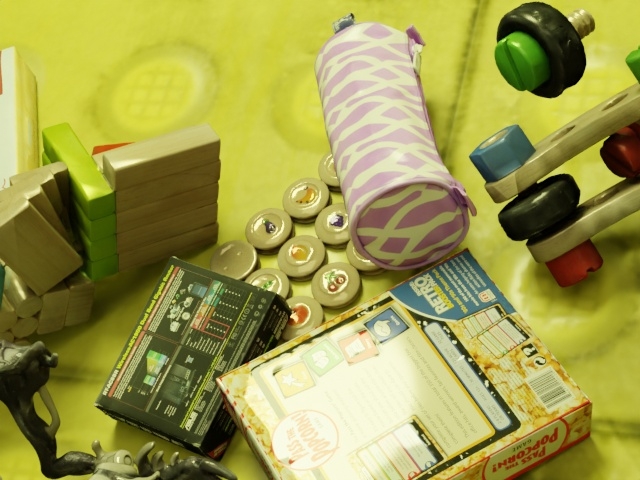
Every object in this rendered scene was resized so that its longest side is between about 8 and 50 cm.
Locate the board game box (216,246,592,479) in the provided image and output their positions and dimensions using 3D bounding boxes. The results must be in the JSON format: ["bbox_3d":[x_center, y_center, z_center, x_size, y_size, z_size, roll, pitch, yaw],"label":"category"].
[{"bbox_3d":[0.052,0.106,0.883,0.193,0.045,0.147,-26,53,-12],"label":"board game box"}]

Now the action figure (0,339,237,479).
[{"bbox_3d":[-0.128,0.185,0.852,0.275,0.141,0.164,40,41,-3],"label":"action figure"}]

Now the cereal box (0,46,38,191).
[{"bbox_3d":[-0.349,-0.053,1.134,0.240,0.047,0.173,-15,55,8],"label":"cereal box"}]

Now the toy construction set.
[{"bbox_3d":[0.274,-0.054,0.851,0.237,0.257,0.309,-34,74,-21],"label":"toy construction set"}]

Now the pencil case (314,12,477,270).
[{"bbox_3d":[0.050,-0.072,0.977,0.088,0.086,0.206,-20,44,10],"label":"pencil case"}]

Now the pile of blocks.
[{"bbox_3d":[-0.240,0.008,0.997,0.362,0.149,0.112,-35,55,-6],"label":"pile of blocks"}]

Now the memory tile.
[{"bbox_3d":[0.000,0.000,1.008,0.148,0.012,0.113,-42,55,-11],"label":"memory tile"}]

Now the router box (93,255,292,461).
[{"bbox_3d":[-0.088,0.081,0.959,0.092,0.038,0.122,19,72,27],"label":"router box"}]
